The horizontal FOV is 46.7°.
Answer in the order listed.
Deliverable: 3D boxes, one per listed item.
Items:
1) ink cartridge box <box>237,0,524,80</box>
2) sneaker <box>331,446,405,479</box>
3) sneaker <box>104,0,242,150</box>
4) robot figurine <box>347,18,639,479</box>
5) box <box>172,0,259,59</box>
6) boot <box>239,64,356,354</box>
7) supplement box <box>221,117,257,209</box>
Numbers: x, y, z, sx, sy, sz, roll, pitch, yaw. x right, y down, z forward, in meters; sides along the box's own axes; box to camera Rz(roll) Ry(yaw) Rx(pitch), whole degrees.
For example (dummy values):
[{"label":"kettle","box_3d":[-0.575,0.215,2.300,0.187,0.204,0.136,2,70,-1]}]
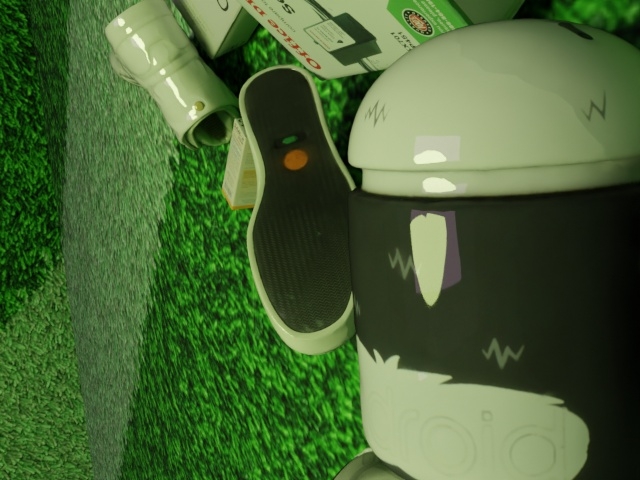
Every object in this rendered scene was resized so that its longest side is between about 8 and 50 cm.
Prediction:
[{"label":"ink cartridge box","box_3d":[0.020,-0.194,0.495,0.086,0.153,0.208,-56,26,-12]},{"label":"sneaker","box_3d":[0.051,0.226,0.623,0.271,0.108,0.100,-46,59,58]},{"label":"sneaker","box_3d":[-0.175,-0.183,0.923,0.169,0.108,0.292,56,179,-8]},{"label":"robot figurine","box_3d":[0.105,0.026,0.397,0.209,0.173,0.278,-1,100,19]},{"label":"box","box_3d":[-0.111,-0.338,0.696,0.232,0.058,0.322,56,155,-3]},{"label":"boot","box_3d":[0.000,0.000,0.614,0.176,0.089,0.244,68,-169,-57]},{"label":"supplement box","box_3d":[-0.066,-0.083,0.798,0.036,0.062,0.098,59,145,38]}]
